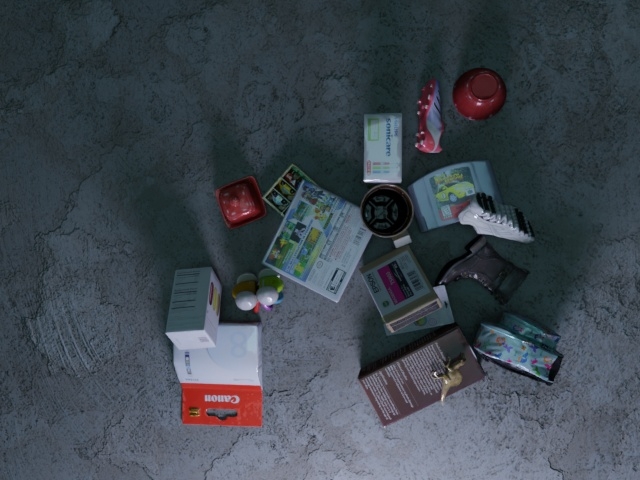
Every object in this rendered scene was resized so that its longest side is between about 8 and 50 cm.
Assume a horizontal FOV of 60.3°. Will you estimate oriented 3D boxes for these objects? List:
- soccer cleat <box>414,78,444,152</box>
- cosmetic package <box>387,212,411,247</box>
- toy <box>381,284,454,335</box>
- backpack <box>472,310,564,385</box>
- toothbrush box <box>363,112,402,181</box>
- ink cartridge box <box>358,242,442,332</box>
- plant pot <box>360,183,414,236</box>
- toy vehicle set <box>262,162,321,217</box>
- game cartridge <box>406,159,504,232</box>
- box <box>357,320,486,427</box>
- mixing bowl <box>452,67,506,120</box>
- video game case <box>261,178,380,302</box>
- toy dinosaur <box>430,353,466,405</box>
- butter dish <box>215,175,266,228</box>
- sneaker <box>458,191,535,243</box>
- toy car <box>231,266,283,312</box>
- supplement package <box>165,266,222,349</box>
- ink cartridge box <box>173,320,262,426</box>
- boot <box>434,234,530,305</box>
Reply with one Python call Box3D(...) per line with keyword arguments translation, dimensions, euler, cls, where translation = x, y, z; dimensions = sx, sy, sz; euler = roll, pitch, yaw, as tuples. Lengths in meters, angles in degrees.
Box3D(translation=(0.381, -0.420, 1.873), dimensions=(0.095, 0.083, 0.248), euler=(9, 87, -23), cls="soccer cleat")
Box3D(translation=(0.262, -0.035, 1.869), dimensions=(0.060, 0.041, 0.115), euler=(-23, 47, 6), cls="cosmetic package")
Box3D(translation=(0.324, 0.235, 1.890), dimensions=(0.237, 0.056, 0.137), euler=(-15, 100, 13), cls="toy")
Box3D(translation=(0.627, 0.333, 1.772), dimensions=(0.253, 0.225, 0.191), euler=(16, 91, 4), cls="backpack")
Box3D(translation=(0.205, -0.281, 1.784), dimensions=(0.122, 0.283, 0.206), euler=(1, 92, 6), cls="toothbrush box")
Box3D(translation=(0.263, 0.156, 1.832), dimensions=(0.193, 0.088, 0.235), euler=(-29, 57, 5), cls="ink cartridge box")
Box3D(translation=(0.206, -0.094, 1.777), dimensions=(0.167, 0.165, 0.167), euler=(0, 91, 1), cls="plant pot")
Box3D(translation=(-0.052, -0.125, 1.941), dimensions=(0.267, 0.035, 0.166), euler=(41, 95, 4), cls="toy vehicle set")
Box3D(translation=(0.454, -0.160, 1.873), dimensions=(0.294, 0.060, 0.196), euler=(-18, 85, 7), cls="game cartridge")
Box3D(translation=(0.335, 0.445, 1.854), dimensions=(0.381, 0.143, 0.191), euler=(-28, 87, 8), cls="box")
Box3D(translation=(0.536, -0.499, 1.834), dimensions=(0.181, 0.098, 0.181), euler=(0, 90, 7), cls="mixing bowl")
Box3D(translation=(0.000, 0.000, 1.893), dimensions=(0.300, 0.036, 0.329), euler=(27, 92, 5), cls="video game case")
Box3D(translation=(0.400, 0.437, 1.752), dimensions=(0.092, 0.053, 0.183), euler=(25, 94, 4), cls="toy dinosaur")
Box3D(translation=(-0.290, -0.135, 1.928), dimensions=(0.160, 0.118, 0.160), euler=(-20, 89, 6), cls="butter dish")
Box3D(translation=(0.581, -0.059, 1.813), dimensions=(0.292, 0.110, 0.118), euler=(24, 136, -22), cls="sneaker")
Box3D(translation=(-0.210, 0.189, 1.924), dimensions=(0.182, 0.159, 0.136), euler=(-14, 124, 6), cls="toy car")
Box3D(translation=(-0.428, 0.230, 1.885), dimensions=(0.133, 0.139, 0.244), euler=(-5, 55, 6), cls="supplement package")
Box3D(translation=(-0.364, 0.479, 1.962), dimensions=(0.308, 0.091, 0.385), euler=(0, 90, 7), cls="ink cartridge box")
Box3D(translation=(0.542, 0.133, 1.850), dimensions=(0.229, 0.091, 0.263), euler=(45, 100, -2), cls="boot")
